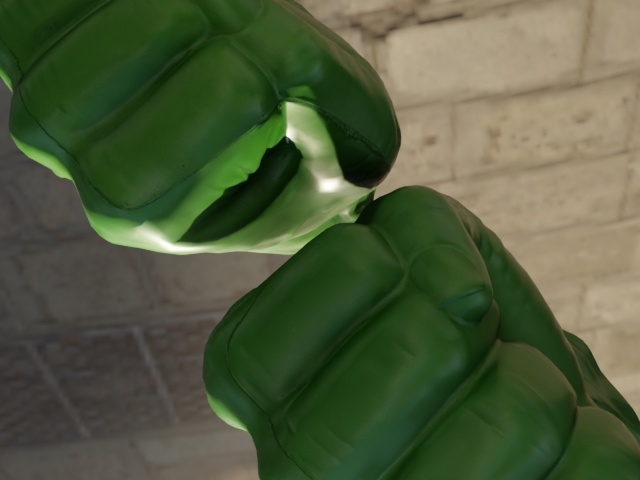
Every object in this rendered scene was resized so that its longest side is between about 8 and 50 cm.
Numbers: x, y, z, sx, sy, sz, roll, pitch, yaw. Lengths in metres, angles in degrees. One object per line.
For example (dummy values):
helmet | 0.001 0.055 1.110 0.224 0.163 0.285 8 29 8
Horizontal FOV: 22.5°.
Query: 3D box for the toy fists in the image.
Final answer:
toy fists | 0.000 0.000 0.495 0.096 0.279 0.142 -43 160 18
